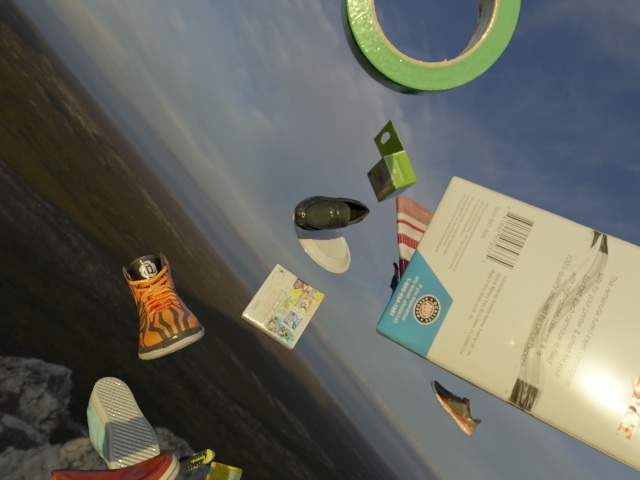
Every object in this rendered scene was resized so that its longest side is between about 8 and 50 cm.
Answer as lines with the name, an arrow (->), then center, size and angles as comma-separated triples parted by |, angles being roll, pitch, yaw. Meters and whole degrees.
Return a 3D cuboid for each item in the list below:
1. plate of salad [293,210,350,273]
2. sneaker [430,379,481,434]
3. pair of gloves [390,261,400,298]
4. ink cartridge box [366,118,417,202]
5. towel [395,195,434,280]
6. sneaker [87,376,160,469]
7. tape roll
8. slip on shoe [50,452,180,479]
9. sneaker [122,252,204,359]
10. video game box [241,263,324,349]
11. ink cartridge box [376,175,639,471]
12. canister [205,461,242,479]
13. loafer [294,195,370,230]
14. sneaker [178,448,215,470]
plate of salad -> 0.000, 0.000, 1.102 | 0.200, 0.048, 0.199 | 34, 35, -28
sneaker -> 0.357, 0.427, 1.156 | 0.158, 0.065, 0.061 | 51, 2, 22
pair of gloves -> 0.260, 0.176, 1.474 | 0.198, 0.023, 0.159 | -97, -177, -63
ink cartridge box -> 0.245, -0.297, 1.673 | 0.255, 0.097, 0.189 | 68, -17, 6
towel -> 0.326, 0.041, 1.342 | 0.237, 0.328, 0.037 | 19, -30, -32
sneaker -> -0.563, 0.570, 1.239 | 0.135, 0.150, 0.366 | 5, 33, -43
tape roll -> 0.201, -0.439, 0.816 | 0.321, 0.321, 0.077 | 53, 3, -12
slip on shoe -> -0.378, 0.398, 0.672 | 0.123, 0.332, 0.101 | -23, -103, 50
sneaker -> -0.334, 0.121, 0.881 | 0.321, 0.125, 0.179 | -3, -74, 61
video game box -> -0.116, 0.207, 1.386 | 0.187, 0.205, 0.048 | 34, -28, 0
ink cartridge box -> 0.332, 0.117, 0.699 | 0.395, 0.285, 0.166 | 26, -9, 19
canister -> -0.343, 0.851, 1.483 | 0.126, 0.169, 0.073 | -2, -34, 29
loafer -> 0.029, -0.063, 0.972 | 0.078, 0.223, 0.076 | 3, -82, 37
sneaker -> -0.451, 0.803, 1.604 | 0.059, 0.144, 0.053 | 57, 16, -67
